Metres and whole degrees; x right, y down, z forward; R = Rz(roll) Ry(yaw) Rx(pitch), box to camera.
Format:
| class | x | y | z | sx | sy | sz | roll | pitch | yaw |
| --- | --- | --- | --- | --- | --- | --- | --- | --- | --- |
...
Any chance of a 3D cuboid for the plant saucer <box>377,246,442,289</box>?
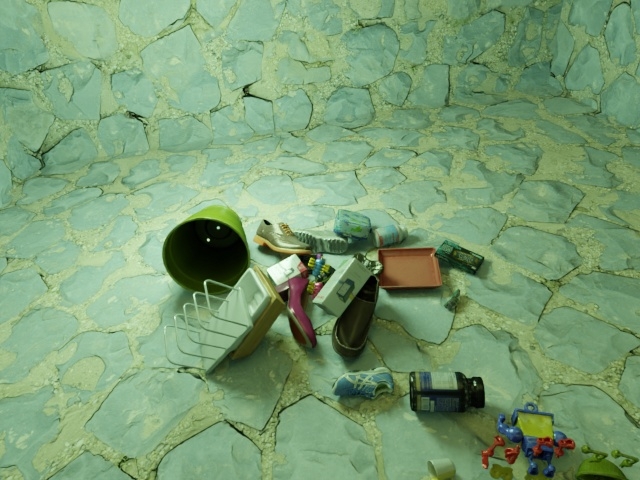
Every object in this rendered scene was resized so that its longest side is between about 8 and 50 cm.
| class | x | y | z | sx | sy | sz | roll | pitch | yaw |
| --- | --- | --- | --- | --- | --- | --- | --- | --- | --- |
| plant saucer | 0.376 | 0.127 | 1.970 | 0.259 | 0.047 | 0.259 | -2 | 35 | 8 |

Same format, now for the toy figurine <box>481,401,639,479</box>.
| class | x | y | z | sx | sy | sz | roll | pitch | yaw |
| --- | --- | --- | --- | --- | --- | --- | --- | --- | --- |
| toy figurine | 0.629 | 0.527 | 1.263 | 0.363 | 0.191 | 0.217 | 2 | 32 | 12 |

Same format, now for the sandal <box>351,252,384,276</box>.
| class | x | y | z | sx | sy | sz | roll | pitch | yaw |
| --- | --- | --- | --- | --- | --- | --- | --- | --- | --- |
| sandal | 0.206 | 0.114 | 1.994 | 0.219 | 0.060 | 0.089 | 12 | 72 | 54 |

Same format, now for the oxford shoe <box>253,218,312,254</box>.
| class | x | y | z | sx | sy | sz | roll | pitch | yaw |
| --- | --- | --- | --- | --- | --- | --- | --- | --- | --- |
| oxford shoe | -0.176 | -0.016 | 2.145 | 0.364 | 0.132 | 0.130 | 17 | 4 | 38 |

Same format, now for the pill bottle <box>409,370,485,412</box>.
| class | x | y | z | sx | sy | sz | roll | pitch | yaw |
| --- | --- | --- | --- | --- | --- | --- | --- | --- | --- |
| pill bottle | 0.390 | 0.471 | 1.428 | 0.220 | 0.122 | 0.122 | -1 | 36 | 8 |

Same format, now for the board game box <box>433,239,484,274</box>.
| class | x | y | z | sx | sy | sz | roll | pitch | yaw |
| --- | --- | --- | --- | --- | --- | --- | --- | --- | --- |
| board game box | 0.601 | 0.070 | 1.983 | 0.186 | 0.026 | 0.126 | 27 | 40 | 23 |

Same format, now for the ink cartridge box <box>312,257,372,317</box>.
| class | x | y | z | sx | sy | sz | roll | pitch | yaw |
| --- | --- | --- | --- | --- | --- | --- | --- | --- | --- |
| ink cartridge box | 0.079 | 0.178 | 1.733 | 0.212 | 0.093 | 0.154 | -50 | 7 | -13 |

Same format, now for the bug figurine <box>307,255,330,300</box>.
| class | x | y | z | sx | sy | sz | roll | pitch | yaw |
| --- | --- | --- | --- | --- | --- | --- | --- | --- | --- |
| bug figurine | 0.062 | 0.185 | 1.889 | 0.279 | 0.072 | 0.216 | 23 | 52 | 4 |

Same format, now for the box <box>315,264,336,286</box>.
| class | x | y | z | sx | sy | sz | roll | pitch | yaw |
| --- | --- | --- | --- | --- | --- | --- | --- | --- | --- |
| box | 0.023 | 0.156 | 1.984 | 0.083 | 0.062 | 0.052 | -29 | 42 | -26 |

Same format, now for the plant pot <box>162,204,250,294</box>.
| class | x | y | z | sx | sy | sz | roll | pitch | yaw |
| --- | --- | --- | --- | --- | --- | --- | --- | --- | --- |
| plant pot | -0.489 | 0.004 | 2.093 | 0.367 | 0.366 | 0.353 | -8 | 24 | 0 |

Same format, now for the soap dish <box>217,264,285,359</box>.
| class | x | y | z | sx | sy | sz | roll | pitch | yaw |
| --- | --- | --- | --- | --- | --- | --- | --- | --- | --- |
| soap dish | -0.267 | 0.271 | 1.730 | 0.290 | 0.118 | 0.229 | -55 | 39 | 10 |

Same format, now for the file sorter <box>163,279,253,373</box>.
| class | x | y | z | sx | sy | sz | roll | pitch | yaw |
| --- | --- | --- | --- | --- | --- | --- | --- | --- | --- |
| file sorter | -0.405 | 0.302 | 1.632 | 0.277 | 0.173 | 0.192 | -46 | 42 | 20 |

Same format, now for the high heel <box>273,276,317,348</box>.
| class | x | y | z | sx | sy | sz | roll | pitch | yaw |
| --- | --- | --- | --- | --- | --- | --- | --- | --- | --- |
| high heel | -0.055 | 0.266 | 1.804 | 0.182 | 0.127 | 0.377 | -16 | 40 | -21 |

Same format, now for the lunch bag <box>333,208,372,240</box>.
| class | x | y | z | sx | sy | sz | roll | pitch | yaw |
| --- | --- | --- | --- | --- | --- | --- | --- | --- | --- |
| lunch bag | 0.155 | -0.075 | 2.192 | 0.176 | 0.090 | 0.219 | 13 | 19 | -1 |

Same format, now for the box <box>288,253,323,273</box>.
| class | x | y | z | sx | sy | sz | roll | pitch | yaw |
| --- | --- | --- | --- | --- | --- | --- | --- | --- | --- |
| box | -0.070 | 0.110 | 2.095 | 0.162 | 0.029 | 0.116 | -3 | 36 | 5 |

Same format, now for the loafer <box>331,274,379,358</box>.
| class | x | y | z | sx | sy | sz | roll | pitch | yaw |
| --- | --- | --- | --- | --- | --- | --- | --- | --- | --- |
| loafer | 0.134 | 0.265 | 1.710 | 0.134 | 0.130 | 0.365 | 16 | 49 | 5 |

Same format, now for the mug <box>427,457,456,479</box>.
| class | x | y | z | sx | sy | sz | roll | pitch | yaw |
| --- | --- | --- | --- | --- | --- | --- | --- | --- | --- |
| mug | 0.339 | 0.642 | 1.271 | 0.064 | 0.078 | 0.062 | -8 | 2 | -15 |

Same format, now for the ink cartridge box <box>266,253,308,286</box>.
| class | x | y | z | sx | sy | sz | roll | pitch | yaw |
| --- | --- | --- | --- | --- | --- | --- | --- | --- | --- |
| ink cartridge box | -0.145 | 0.144 | 2.000 | 0.151 | 0.063 | 0.109 | -29 | 53 | -15 |

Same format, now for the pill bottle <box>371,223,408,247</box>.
| class | x | y | z | sx | sy | sz | roll | pitch | yaw |
| --- | --- | --- | --- | --- | --- | --- | --- | --- | --- |
| pill bottle | 0.326 | -0.026 | 2.157 | 0.160 | 0.087 | 0.087 | -15 | 36 | -9 |

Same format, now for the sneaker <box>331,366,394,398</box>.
| class | x | y | z | sx | sy | sz | roll | pitch | yaw |
| --- | --- | --- | --- | --- | --- | --- | --- | --- | --- |
| sneaker | 0.141 | 0.475 | 1.506 | 0.212 | 0.080 | 0.081 | -13 | 33 | -5 |

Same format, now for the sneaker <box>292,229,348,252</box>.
| class | x | y | z | sx | sy | sz | roll | pitch | yaw |
| --- | --- | --- | --- | --- | --- | --- | --- | --- | --- |
| sneaker | 0.000 | 0.000 | 2.196 | 0.282 | 0.105 | 0.115 | 11 | 25 | 12 |

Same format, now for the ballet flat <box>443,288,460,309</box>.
| class | x | y | z | sx | sy | sz | roll | pitch | yaw |
| --- | --- | --- | --- | --- | --- | --- | --- | --- | --- |
| ballet flat | 0.527 | 0.236 | 1.805 | 0.041 | 0.041 | 0.114 | 23 | 46 | 36 |
